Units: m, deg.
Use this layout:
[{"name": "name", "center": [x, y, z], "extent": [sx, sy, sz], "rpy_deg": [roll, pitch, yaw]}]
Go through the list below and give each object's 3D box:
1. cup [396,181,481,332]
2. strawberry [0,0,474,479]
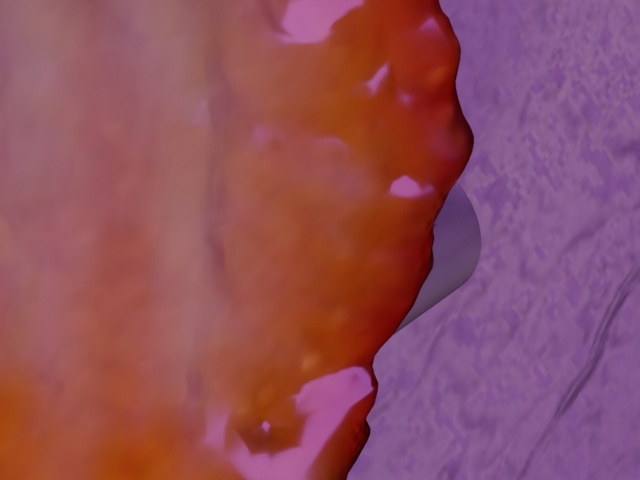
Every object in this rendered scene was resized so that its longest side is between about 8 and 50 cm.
[{"name": "cup", "center": [0.000, 0.000, 0.767], "extent": [0.116, 0.074, 0.104], "rpy_deg": [-28, 79, -43]}, {"name": "strawberry", "center": [-0.095, -0.009, 0.624], "extent": [0.265, 0.149, 0.336], "rpy_deg": [-15, 113, -28]}]
